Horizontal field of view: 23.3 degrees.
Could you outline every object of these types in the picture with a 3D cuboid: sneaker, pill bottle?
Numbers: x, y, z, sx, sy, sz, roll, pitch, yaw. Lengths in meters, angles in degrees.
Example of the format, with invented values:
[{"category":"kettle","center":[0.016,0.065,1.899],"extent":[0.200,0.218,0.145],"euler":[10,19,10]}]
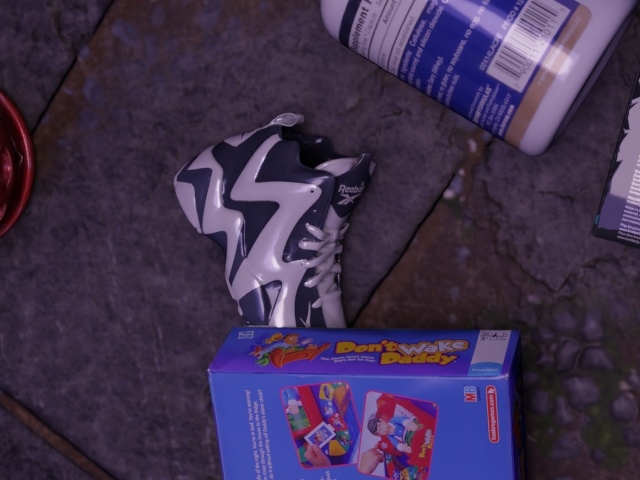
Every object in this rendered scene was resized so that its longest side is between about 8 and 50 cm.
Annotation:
[{"category":"sneaker","center":[0.000,0.000,1.270],"extent":[0.153,0.094,0.235],"euler":[-35,78,25]},{"category":"pill bottle","center":[0.095,-0.192,1.189],"extent":[0.265,0.153,0.153],"euler":[33,104,9]}]

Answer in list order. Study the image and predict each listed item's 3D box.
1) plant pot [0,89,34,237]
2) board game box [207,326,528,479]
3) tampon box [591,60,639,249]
[{"category":"plant pot","center":[-0.343,-0.059,1.309],"extent":[0.191,0.174,0.191],"euler":[2,98,15]},{"category":"board game box","center":[0.050,0.241,1.252],"extent":[0.233,0.078,0.347],"euler":[0,114,14]},{"category":"tampon box","center":[0.279,-0.072,1.174],"extent":[0.101,0.120,0.161],"euler":[17,102,12]}]
